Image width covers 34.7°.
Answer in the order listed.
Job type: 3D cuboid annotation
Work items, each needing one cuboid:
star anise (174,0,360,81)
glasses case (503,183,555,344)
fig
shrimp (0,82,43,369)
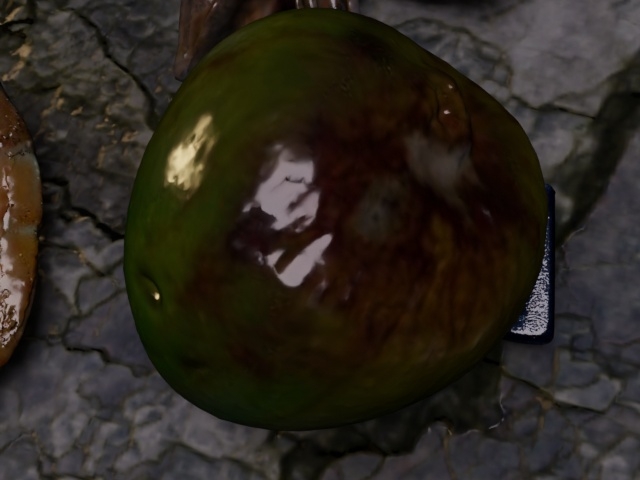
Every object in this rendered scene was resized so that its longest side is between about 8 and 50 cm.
[{"bbox_3d":[0.005,-0.175,0.559,0.229,0.093,0.236,24,72,19],"label":"star anise"},{"bbox_3d":[0.101,0.012,0.516,0.033,0.023,0.083,1,70,12],"label":"glasses case"},{"bbox_3d":[0.000,0.000,0.461,0.191,0.181,0.181,-39,70,23],"label":"fig"},{"bbox_3d":[-0.276,0.025,0.538,0.290,0.054,0.222,-26,72,-2],"label":"shrimp"}]
